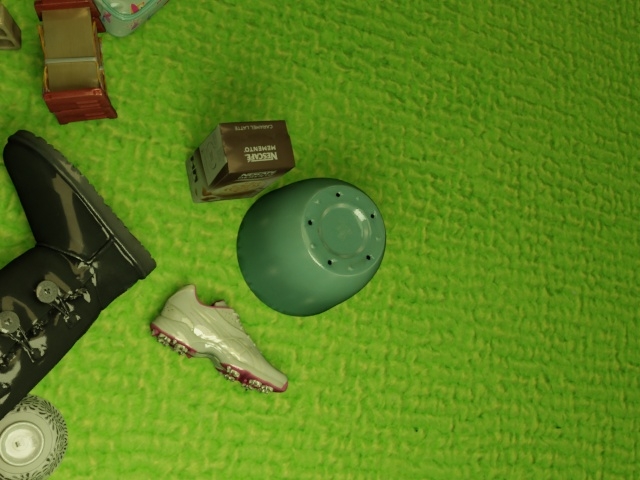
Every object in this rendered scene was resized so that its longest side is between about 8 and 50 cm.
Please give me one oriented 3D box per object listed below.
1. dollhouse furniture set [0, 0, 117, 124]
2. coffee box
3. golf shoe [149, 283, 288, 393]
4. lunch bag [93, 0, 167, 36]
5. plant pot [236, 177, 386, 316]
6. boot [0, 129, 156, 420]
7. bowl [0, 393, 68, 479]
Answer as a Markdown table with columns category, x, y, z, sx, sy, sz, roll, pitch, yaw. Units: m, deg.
| category | x | y | z | sx | sy | sz | roll | pitch | yaw |
| --- | --- | --- | --- | --- | --- | --- | --- | --- | --- |
| dollhouse furniture set | -0.594 | -0.331 | 1.418 | 0.374 | 0.152 | 0.201 | -6 | 82 | -8 |
| coffee box | -0.167 | -0.154 | 1.496 | 0.141 | 0.246 | 0.098 | -9 | 83 | -25 |
| golf shoe | -0.182 | 0.199 | 1.494 | 0.306 | 0.115 | 0.140 | 33 | 65 | -16 |
| lunch bag | -0.437 | -0.585 | 1.539 | 0.279 | 0.108 | 0.224 | 45 | 65 | -10 |
| plant pot | 0.000 | 0.000 | 1.547 | 0.293 | 0.235 | 0.293 | 5 | 76 | -23 |
| boot | -0.568 | 0.067 | 1.320 | 0.367 | 0.146 | 0.445 | 48 | 64 | -9 |
| bowl | -0.530 | 0.358 | 1.318 | 0.170 | 0.080 | 0.170 | 5 | 78 | -23 |
